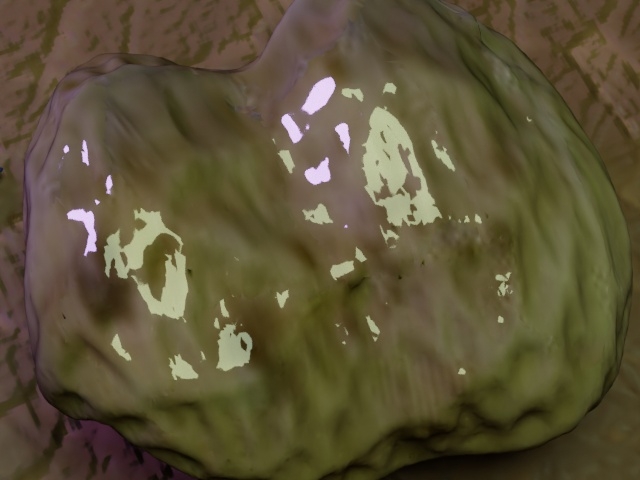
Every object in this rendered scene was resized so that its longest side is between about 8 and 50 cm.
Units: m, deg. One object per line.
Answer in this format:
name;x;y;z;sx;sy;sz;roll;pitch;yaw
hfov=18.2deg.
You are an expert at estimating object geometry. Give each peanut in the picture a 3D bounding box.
peanut;0.000;0.000;0.732;0.233;0.110;0.197;-18;73;-17

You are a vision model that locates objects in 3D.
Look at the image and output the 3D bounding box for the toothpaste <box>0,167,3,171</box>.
toothpaste;-0.165;-0.039;0.776;0.083;0.019;0.027;27;39;3
